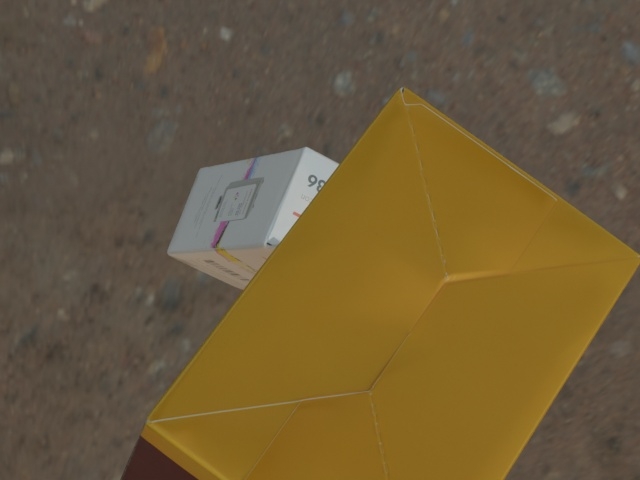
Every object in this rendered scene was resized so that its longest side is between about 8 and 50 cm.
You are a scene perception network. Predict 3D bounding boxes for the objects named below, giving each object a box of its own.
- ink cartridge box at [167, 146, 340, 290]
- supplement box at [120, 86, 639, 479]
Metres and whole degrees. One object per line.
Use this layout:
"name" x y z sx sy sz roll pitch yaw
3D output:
"ink cartridge box" 0.000 0.000 0.977 0.115 0.198 0.067 27 77 -24
"supplement box" 0.015 0.072 0.731 0.129 0.194 0.191 36 65 2
